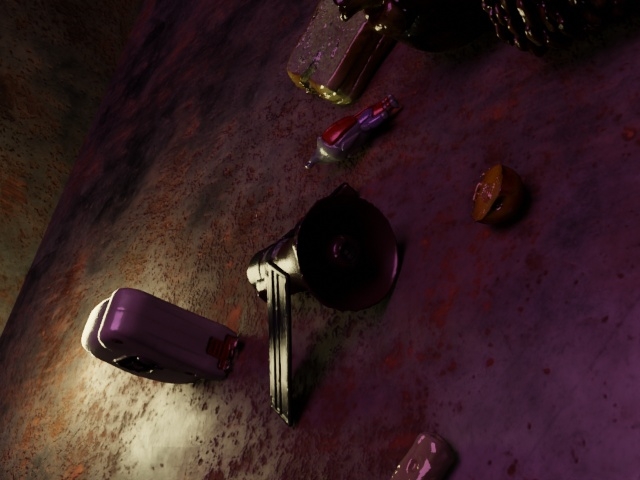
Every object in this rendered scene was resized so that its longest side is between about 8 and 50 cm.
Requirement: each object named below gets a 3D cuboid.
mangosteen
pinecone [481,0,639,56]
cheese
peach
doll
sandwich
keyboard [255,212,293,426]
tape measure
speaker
[{"bbox_3d":[0.195,-0.492,1.473,0.297,0.293,0.297,-33,49,50],"label":"mangosteen"},{"bbox_3d":[0.361,-0.399,1.235,0.272,0.224,0.224,-2,61,49],"label":"pinecone"},{"bbox_3d":[0.112,0.348,1.096,0.194,0.043,0.065,-59,27,1],"label":"cheese"},{"bbox_3d":[0.269,-0.065,1.217,0.098,0.061,0.098,-157,90,-80],"label":"peach"},{"bbox_3d":[0.058,-0.215,1.630,0.227,0.075,0.102,-38,21,13],"label":"doll"},{"bbox_3d":[0.045,-0.435,1.826,0.249,0.095,0.273,-59,32,5],"label":"sandwich"},{"bbox_3d":[-0.074,0.124,1.361,0.103,0.041,0.381,-149,49,-61],"label":"keyboard"},{"bbox_3d":[-0.337,0.208,1.656,0.265,0.258,0.130,-27,43,51],"label":"tape measure"},{"bbox_3d":[-0.014,-0.006,1.460,0.329,0.198,0.259,-2,74,63],"label":"speaker"}]
